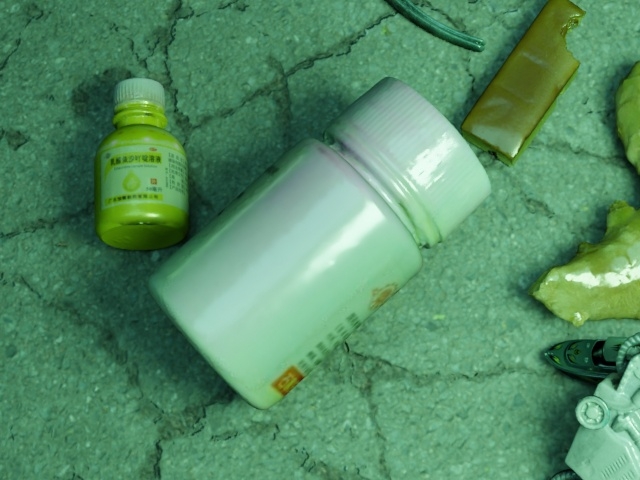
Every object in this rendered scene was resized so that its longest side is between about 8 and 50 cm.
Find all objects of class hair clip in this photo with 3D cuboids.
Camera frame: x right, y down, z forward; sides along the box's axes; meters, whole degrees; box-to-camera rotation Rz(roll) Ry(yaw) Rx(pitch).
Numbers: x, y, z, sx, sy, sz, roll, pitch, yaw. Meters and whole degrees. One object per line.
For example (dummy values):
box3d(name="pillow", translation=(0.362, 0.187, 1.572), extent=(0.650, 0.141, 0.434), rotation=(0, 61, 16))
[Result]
box3d(name="hair clip", translation=(0.127, -0.317, 1.593), extent=(0.070, 0.039, 0.229), rotation=(-45, 75, -5))

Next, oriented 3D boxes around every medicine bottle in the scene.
box3d(name="medicine bottle", translation=(-0.235, -0.104, 1.542), extent=(0.122, 0.122, 0.212), rotation=(-7, 71, 8))
box3d(name="medicine bottle", translation=(0.000, 0.000, 1.411), extent=(0.388, 0.219, 0.219), rotation=(-44, 70, -5))

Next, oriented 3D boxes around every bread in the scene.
box3d(name="bread", translation=(0.274, -0.207, 1.517), extent=(0.088, 0.049, 0.226), rotation=(33, 80, 19))

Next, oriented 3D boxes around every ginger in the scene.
box3d(name="ginger", translation=(0.456, -0.009, 1.388), extent=(0.363, 0.122, 0.348), rotation=(28, 84, 18))

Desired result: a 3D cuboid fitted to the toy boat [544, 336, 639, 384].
box3d(name="toy boat", translation=(0.336, 0.142, 1.390), extent=(0.141, 0.060, 0.055), rotation=(4, 49, 18))

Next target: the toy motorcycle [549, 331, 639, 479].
box3d(name="toy motorcycle", translation=(0.360, 0.235, 1.301), extent=(0.171, 0.110, 0.260), rotation=(30, 111, 21))
